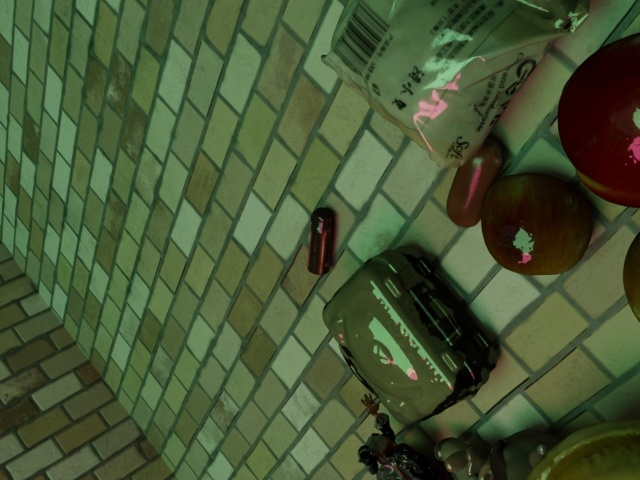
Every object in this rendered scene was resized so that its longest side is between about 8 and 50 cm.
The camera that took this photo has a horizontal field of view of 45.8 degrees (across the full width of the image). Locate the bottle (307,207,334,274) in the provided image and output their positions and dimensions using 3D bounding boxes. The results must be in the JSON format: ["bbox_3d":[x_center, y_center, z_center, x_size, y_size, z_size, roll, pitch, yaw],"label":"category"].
[{"bbox_3d":[0.000,0.000,1.775,0.060,0.060,0.164,31,132,32],"label":"bottle"}]

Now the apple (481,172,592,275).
[{"bbox_3d":[0.364,-0.028,1.303,0.195,0.160,0.173,3,93,40],"label":"apple"}]

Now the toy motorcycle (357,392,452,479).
[{"bbox_3d":[0.181,0.519,1.783,0.207,0.134,0.401,6,141,44],"label":"toy motorcycle"}]

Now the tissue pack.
[{"bbox_3d":[0.194,-0.352,1.234,0.390,0.195,0.375,48,132,19],"label":"tissue pack"}]

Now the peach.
[{"bbox_3d":[0.486,-0.161,1.035,0.361,0.201,0.258,1,112,47],"label":"peach"}]

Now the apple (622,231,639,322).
[{"bbox_3d":[0.558,0.057,1.082,0.237,0.237,0.207,5,148,46],"label":"apple"}]

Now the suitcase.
[{"bbox_3d":[0.163,0.224,1.625,0.351,0.194,0.339,54,143,10],"label":"suitcase"}]

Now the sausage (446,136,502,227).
[{"bbox_3d":[0.281,-0.106,1.394,0.077,0.077,0.194,38,137,26],"label":"sausage"}]

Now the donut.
[{"bbox_3d":[0.529,0.505,1.276,0.448,0.198,0.449,2,103,8],"label":"donut"}]

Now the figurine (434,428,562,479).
[{"bbox_3d":[0.392,0.493,1.552,0.380,0.203,0.248,-4,103,61],"label":"figurine"}]
